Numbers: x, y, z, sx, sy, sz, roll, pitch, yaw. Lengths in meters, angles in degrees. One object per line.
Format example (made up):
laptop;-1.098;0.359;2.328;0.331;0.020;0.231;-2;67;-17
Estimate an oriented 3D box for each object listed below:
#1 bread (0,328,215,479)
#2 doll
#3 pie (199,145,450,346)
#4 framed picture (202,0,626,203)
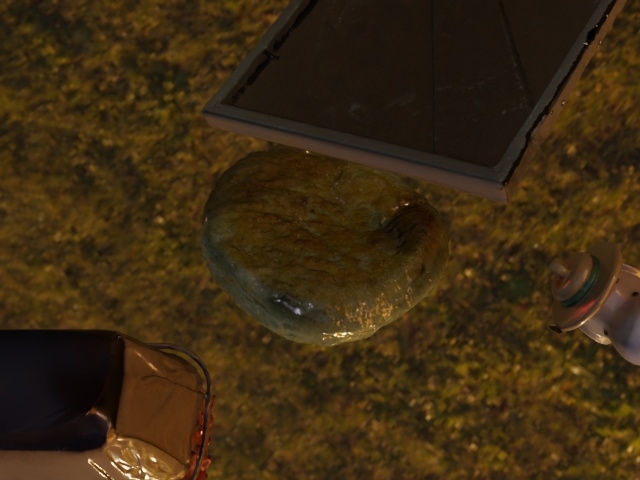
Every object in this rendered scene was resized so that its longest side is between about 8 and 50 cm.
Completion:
bread;-0.181;0.140;0.835;0.224;0.142;0.212;-1;152;13
doll;0.433;0.110;1.653;0.208;0.271;0.144;46;107;30
pie;0.000;0.000;1.299;0.277;0.277;0.078;26;136;22
framed picture;0.100;-0.181;0.894;0.247;0.335;0.022;17;148;30
